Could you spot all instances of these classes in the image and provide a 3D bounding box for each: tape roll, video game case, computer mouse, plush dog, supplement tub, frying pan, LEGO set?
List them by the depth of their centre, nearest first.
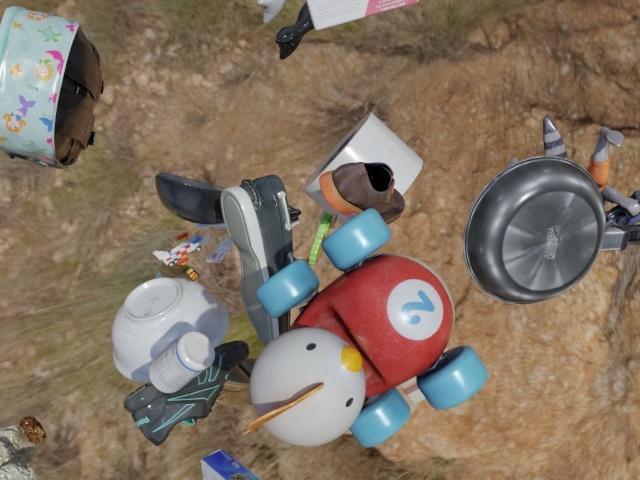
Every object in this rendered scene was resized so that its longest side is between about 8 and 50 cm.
[{"bbox_3d":[0.331,0.018,0.821,0.197,0.326,0.053,-63,19,11],"label":"frying pan"},{"bbox_3d":[-0.235,0.207,1.085,0.107,0.071,0.071,-40,62,34],"label":"supplement tub"},{"bbox_3d":[-0.178,-0.059,1.126,0.188,0.272,0.072,18,94,36],"label":"computer mouse"},{"bbox_3d":[-0.654,0.448,1.245,0.210,0.225,0.262,44,104,3],"label":"plush dog"},{"bbox_3d":[-0.137,0.591,1.290,0.269,0.061,0.245,18,116,46],"label":"video game case"},{"bbox_3d":[-0.272,-0.011,1.499,0.182,0.060,0.244,1,47,40],"label":"LEGO set"},{"bbox_3d":[0.098,-0.154,1.503,0.169,0.246,0.246,42,100,-9],"label":"tape roll"}]

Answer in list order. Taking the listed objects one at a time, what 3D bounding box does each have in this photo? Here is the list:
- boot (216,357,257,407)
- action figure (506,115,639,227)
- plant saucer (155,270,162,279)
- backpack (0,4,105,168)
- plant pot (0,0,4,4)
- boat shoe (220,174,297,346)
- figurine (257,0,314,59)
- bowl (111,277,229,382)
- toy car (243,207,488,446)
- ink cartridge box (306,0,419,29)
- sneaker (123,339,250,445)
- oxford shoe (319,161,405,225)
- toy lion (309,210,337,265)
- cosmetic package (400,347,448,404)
[{"bbox_3d":[-0.221,0.331,1.466,0.115,0.305,0.112,-50,58,6],"label":"boot"},{"bbox_3d":[0.542,-0.100,1.270,0.341,0.330,0.179,-27,48,9],"label":"action figure"},{"bbox_3d":[-0.494,0.182,1.833,0.192,0.018,0.067,-62,17,21],"label":"plant saucer"},{"bbox_3d":[-0.429,-0.228,0.959,0.253,0.190,0.225,-165,87,-71],"label":"backpack"},{"bbox_3d":[-0.479,-0.389,0.759,0.109,0.237,0.237,32,94,21],"label":"plant pot"},{"bbox_3d":[-0.075,0.044,1.007,0.114,0.091,0.303,35,140,46],"label":"boat shoe"},{"bbox_3d":[-0.054,-0.565,1.524,0.092,0.215,0.209,39,82,27],"label":"figurine"},{"bbox_3d":[-0.382,0.184,1.542,0.297,0.134,0.298,-10,37,8],"label":"bowl"},{"bbox_3d":[0.017,0.121,0.635,0.210,0.238,0.219,-36,88,29],"label":"toy car"},{"bbox_3d":[0.041,-0.423,0.873,0.158,0.092,0.218,-8,119,22],"label":"ink cartridge box"},{"bbox_3d":[-0.230,0.273,1.182,0.101,0.267,0.106,-34,84,50],"label":"sneaker"},{"bbox_3d":[0.108,-0.088,1.190,0.098,0.271,0.097,-28,73,26],"label":"oxford shoe"},{"bbox_3d":[0.000,0.000,1.328,0.034,0.096,0.100,17,117,9],"label":"toy lion"},{"bbox_3d":[0.199,0.233,1.521,0.153,0.296,0.129,-35,33,3],"label":"cosmetic package"}]
